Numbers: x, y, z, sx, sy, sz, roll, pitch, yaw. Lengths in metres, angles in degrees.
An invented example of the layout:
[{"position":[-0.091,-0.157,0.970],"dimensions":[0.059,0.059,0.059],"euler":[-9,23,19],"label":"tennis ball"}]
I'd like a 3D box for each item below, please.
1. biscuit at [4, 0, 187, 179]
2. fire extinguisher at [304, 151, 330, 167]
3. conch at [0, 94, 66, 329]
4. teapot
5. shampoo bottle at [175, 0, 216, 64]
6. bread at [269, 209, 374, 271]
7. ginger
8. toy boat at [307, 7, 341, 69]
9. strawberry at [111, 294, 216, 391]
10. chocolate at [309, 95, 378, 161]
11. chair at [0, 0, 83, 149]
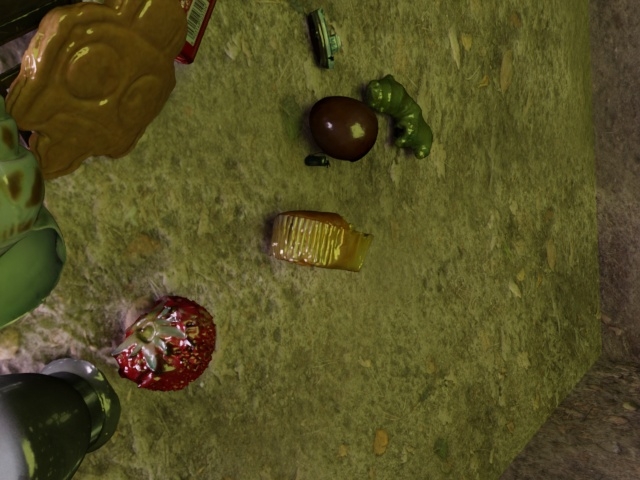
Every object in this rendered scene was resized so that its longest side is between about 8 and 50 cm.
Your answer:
[{"position":[-0.352,-0.249,0.792],"dimensions":[0.375,0.051,0.269],"euler":[-53,162,6],"label":"biscuit"},{"position":[-0.004,-0.195,1.183],"dimensions":[0.025,0.083,0.037],"euler":[-13,107,-38],"label":"fire extinguisher"},{"position":[-0.496,-0.037,0.706],"dimensions":[0.250,0.197,0.368],"euler":[5,132,-49],"label":"conch"},{"position":[-0.456,0.341,0.788],"dimensions":[0.285,0.224,0.304],"euler":[-24,115,-79],"label":"teapot"},{"position":[-0.247,-0.505,0.937],"dimensions":[0.118,0.076,0.313],"euler":[22,83,-35],"label":"shampoo bottle"},{"position":[0.000,0.000,1.161],"dimensions":[0.250,0.179,0.133],"euler":[11,86,-40],"label":"bread"},{"position":[0.225,-0.337,1.348],"dimensions":[0.137,0.089,0.290],"euler":[-49,126,-13],"label":"ginger"},{"position":[0.014,-0.479,1.164],"dimensions":[0.066,0.059,0.139],"euler":[-20,113,-17],"label":"toy boat"},{"position":[-0.287,0.214,0.969],"dimensions":[0.201,0.185,0.186],"euler":[64,20,-52],"label":"strawberry"},{"position":[0.053,-0.277,1.171],"dimensions":[0.177,0.177,0.176],"euler":[-8,102,-38],"label":"chocolate"},{"position":[-0.486,-0.360,0.714],"dimensions":[0.241,0.416,0.203],"euler":[40,64,11],"label":"chair"}]
